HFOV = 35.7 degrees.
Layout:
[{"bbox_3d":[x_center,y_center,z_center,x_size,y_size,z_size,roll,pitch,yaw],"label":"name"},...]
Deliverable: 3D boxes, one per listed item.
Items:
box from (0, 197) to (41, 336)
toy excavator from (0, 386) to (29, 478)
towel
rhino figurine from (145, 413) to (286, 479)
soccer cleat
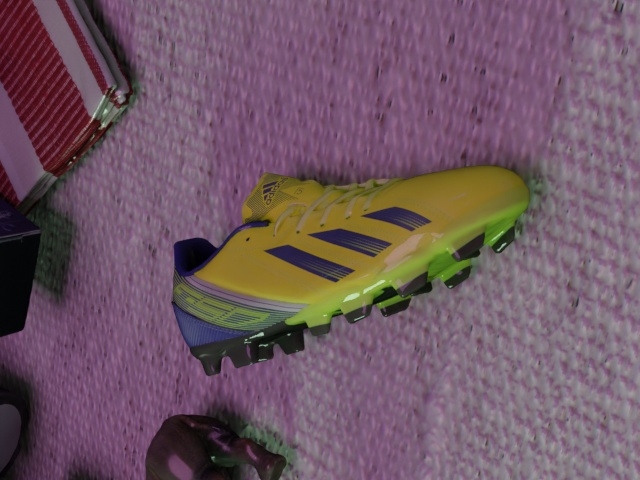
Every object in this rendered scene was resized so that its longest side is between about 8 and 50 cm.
[{"bbox_3d":[-0.365,0.001,0.846,0.207,0.153,0.108,33,119,28],"label":"box"},{"bbox_3d":[-0.498,0.349,0.888,0.222,0.445,0.433,17,115,20],"label":"toy excavator"},{"bbox_3d":[-0.301,-0.137,0.884,0.329,0.037,0.237,-37,78,39],"label":"towel"},{"bbox_3d":[-0.108,0.242,0.807,0.106,0.073,0.243,32,122,24],"label":"rhino figurine"},{"bbox_3d":[-0.001,0.000,0.638,0.289,0.093,0.121,-26,79,40],"label":"soccer cleat"}]
